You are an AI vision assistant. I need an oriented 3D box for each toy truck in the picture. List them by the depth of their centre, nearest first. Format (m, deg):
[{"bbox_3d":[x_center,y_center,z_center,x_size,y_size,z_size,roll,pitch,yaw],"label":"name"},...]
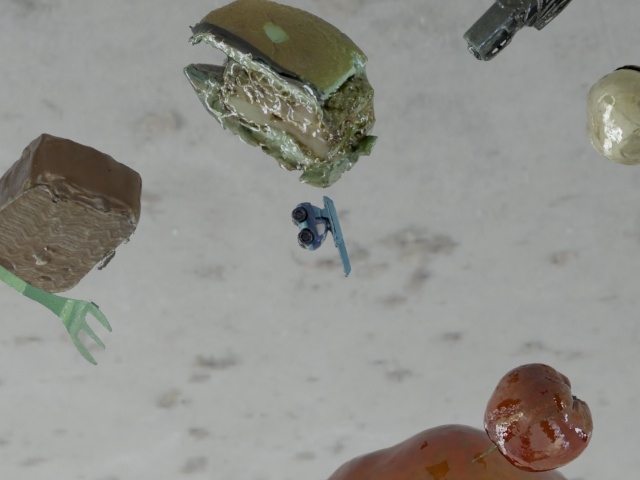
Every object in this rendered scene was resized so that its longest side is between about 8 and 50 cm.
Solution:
[{"bbox_3d":[0.000,0.000,2.129,0.074,0.136,0.063,-14,175,-2],"label":"toy truck"}]

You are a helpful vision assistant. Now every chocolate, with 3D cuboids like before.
[{"bbox_3d":[-0.307,-0.028,1.480,0.148,0.093,0.214,25,141,-30],"label":"chocolate"}]

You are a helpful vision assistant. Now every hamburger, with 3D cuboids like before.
[{"bbox_3d":[-0.034,-0.211,1.786,0.288,0.192,0.168,35,130,15],"label":"hamburger"}]

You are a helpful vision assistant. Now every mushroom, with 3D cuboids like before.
[{"bbox_3d":[0.458,-0.185,1.919,0.154,0.122,0.154,26,139,25],"label":"mushroom"}]

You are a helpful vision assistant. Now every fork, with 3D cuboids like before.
[{"bbox_3d":[-0.238,0.029,1.020,0.235,0.039,0.021,30,-173,32],"label":"fork"}]

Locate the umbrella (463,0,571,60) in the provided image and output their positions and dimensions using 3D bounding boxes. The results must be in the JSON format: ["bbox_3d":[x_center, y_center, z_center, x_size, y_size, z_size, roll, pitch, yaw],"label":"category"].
[{"bbox_3d":[0.221,-0.260,1.208,0.235,0.066,0.059,-45,147,6],"label":"umbrella"}]

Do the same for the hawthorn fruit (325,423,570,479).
[{"bbox_3d":[0.196,0.509,1.874,0.471,0.472,0.472,-3,149,-2],"label":"hawthorn fruit"}]

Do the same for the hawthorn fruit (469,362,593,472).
[{"bbox_3d":[0.243,0.206,1.461,0.125,0.140,0.125,36,157,18],"label":"hawthorn fruit"}]
